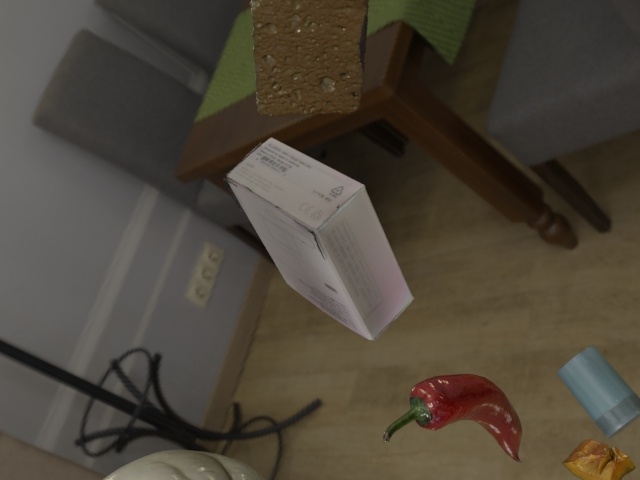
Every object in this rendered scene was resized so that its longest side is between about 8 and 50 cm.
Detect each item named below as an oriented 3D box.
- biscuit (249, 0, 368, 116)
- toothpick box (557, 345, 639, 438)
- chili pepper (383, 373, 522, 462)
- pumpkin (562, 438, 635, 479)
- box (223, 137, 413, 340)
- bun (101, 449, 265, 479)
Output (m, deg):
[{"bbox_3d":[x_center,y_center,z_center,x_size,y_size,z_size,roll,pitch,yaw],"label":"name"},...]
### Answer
[{"bbox_3d":[-0.012,-0.223,0.980,0.231,0.131,0.025,94,173,-55],"label":"biscuit"},{"bbox_3d":[0.292,0.157,0.924,0.052,0.052,0.083,-44,65,19],"label":"toothpick box"},{"bbox_3d":[0.253,0.295,1.498,0.092,0.368,0.137,3,78,50],"label":"chili pepper"},{"bbox_3d":[0.424,0.339,1.357,0.073,0.035,0.101,-38,38,-29],"label":"pumpkin"},{"bbox_3d":[0.000,0.000,1.258,0.106,0.251,0.203,-44,45,-18],"label":"box"},{"bbox_3d":[-0.050,0.163,0.417,0.094,0.138,0.138,-22,45,39],"label":"bun"}]
